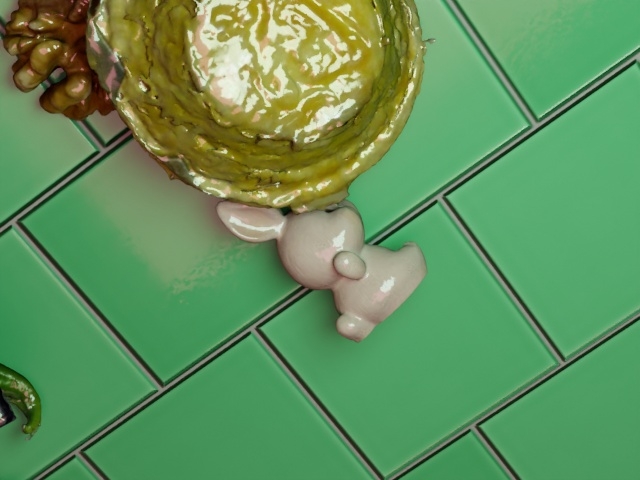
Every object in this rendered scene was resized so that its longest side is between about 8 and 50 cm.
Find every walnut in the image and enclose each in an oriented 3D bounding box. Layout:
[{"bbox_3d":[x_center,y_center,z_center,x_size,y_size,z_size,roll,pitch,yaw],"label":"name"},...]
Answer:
[{"bbox_3d":[-0.230,-0.194,1.169,0.170,0.069,0.143,-42,108,14],"label":"walnut"}]

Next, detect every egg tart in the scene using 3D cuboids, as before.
[{"bbox_3d":[-0.047,-0.184,1.116,0.341,0.132,0.341,-4,104,-16],"label":"egg tart"}]

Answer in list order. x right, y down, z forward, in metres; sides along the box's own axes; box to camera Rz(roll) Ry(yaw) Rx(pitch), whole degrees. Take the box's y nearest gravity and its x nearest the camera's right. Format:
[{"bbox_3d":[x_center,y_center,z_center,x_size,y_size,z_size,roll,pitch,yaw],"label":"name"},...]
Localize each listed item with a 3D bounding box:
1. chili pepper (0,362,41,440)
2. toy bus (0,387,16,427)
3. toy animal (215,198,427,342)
[{"bbox_3d":[-0.467,0.147,1.250,0.359,0.085,0.076,8,122,-19],"label":"chili pepper"},{"bbox_3d":[-0.424,0.062,1.192,0.138,0.112,0.317,-29,95,-16],"label":"toy bus"},{"bbox_3d":[0.001,-0.002,1.230,0.212,0.124,0.124,39,103,-8],"label":"toy animal"}]
